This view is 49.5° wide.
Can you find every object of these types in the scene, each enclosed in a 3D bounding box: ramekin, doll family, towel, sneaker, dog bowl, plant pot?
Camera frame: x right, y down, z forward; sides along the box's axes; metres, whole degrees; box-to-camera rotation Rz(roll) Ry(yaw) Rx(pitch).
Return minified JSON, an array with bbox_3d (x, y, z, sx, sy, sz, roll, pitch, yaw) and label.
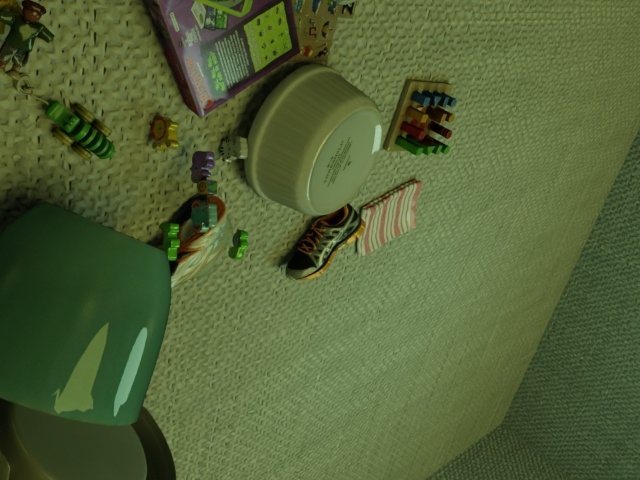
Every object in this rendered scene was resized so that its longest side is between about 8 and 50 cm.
[{"bbox_3d":[0.001,-0.167,1.246,0.273,0.127,0.272,-41,150,-30],"label":"ramekin"},{"bbox_3d":[-0.395,-0.263,0.764,0.193,0.076,0.111,11,115,-50],"label":"doll family"},{"bbox_3d":[0.165,-0.053,1.660,0.197,0.029,0.144,-29,138,-32],"label":"towel"},{"bbox_3d":[-0.244,0.049,1.202,0.262,0.099,0.121,-44,149,-12],"label":"sneaker"},{"bbox_3d":[-0.389,0.324,1.066,0.102,0.348,0.349,-46,147,9],"label":"dog bowl"},{"bbox_3d":[-0.344,0.086,0.961,0.293,0.293,0.235,31,79,-56],"label":"plant pot"},{"bbox_3d":[0.000,0.000,1.474,0.215,0.084,0.083,-45,132,-19],"label":"sneaker"}]

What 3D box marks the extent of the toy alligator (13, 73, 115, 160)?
[{"bbox_3d":[-0.336,-0.157,0.946,0.056,0.051,0.189,-51,146,-5],"label":"toy alligator"}]

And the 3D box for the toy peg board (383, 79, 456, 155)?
[{"bbox_3d":[0.239,-0.260,1.523,0.161,0.079,0.160,-10,127,-46],"label":"toy peg board"}]

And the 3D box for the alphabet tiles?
[{"bbox_3d":[-0.004,-0.414,1.159,0.198,0.009,0.237,-15,130,-44],"label":"alphabet tiles"}]

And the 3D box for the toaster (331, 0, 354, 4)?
[{"bbox_3d":[0.024,-0.443,0.982,0.129,0.226,0.146,-22,153,19],"label":"toaster"}]

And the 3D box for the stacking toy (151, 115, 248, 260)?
[{"bbox_3d":[-0.190,-0.076,1.108,0.167,0.052,0.221,4,83,-52],"label":"stacking toy"}]

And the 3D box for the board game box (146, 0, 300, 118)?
[{"bbox_3d":[-0.142,-0.355,0.971,0.208,0.056,0.346,-41,151,-20],"label":"board game box"}]
